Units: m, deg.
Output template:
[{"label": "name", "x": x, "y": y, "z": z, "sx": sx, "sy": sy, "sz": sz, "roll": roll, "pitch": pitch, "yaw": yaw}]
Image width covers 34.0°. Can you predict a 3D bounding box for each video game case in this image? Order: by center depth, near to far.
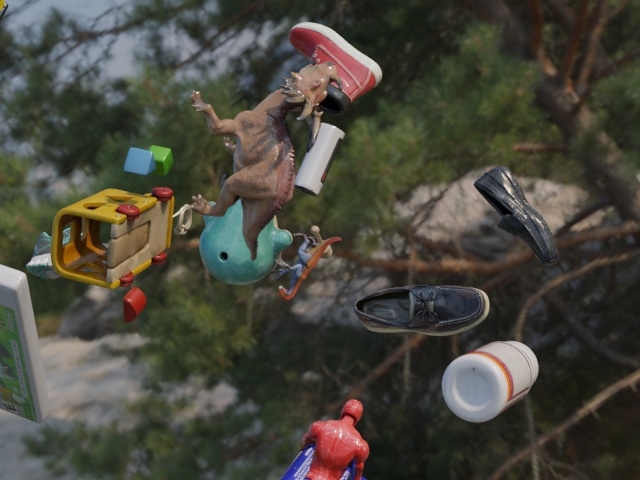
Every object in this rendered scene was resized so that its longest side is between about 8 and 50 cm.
[{"label": "video game case", "x": -0.351, "y": 0.075, "z": 0.975, "sx": 0.212, "sy": 0.193, "sz": 0.023, "roll": 97, "pitch": -165, "yaw": -48}]

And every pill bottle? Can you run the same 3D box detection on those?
[{"label": "pill bottle", "x": 0.314, "y": 0.249, "z": 1.903, "sx": 0.121, "sy": 0.121, "sz": 0.221, "roll": -31, "pitch": -11, "yaw": 27}]

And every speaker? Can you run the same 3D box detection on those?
[{"label": "speaker", "x": -0.004, "y": -0.155, "z": 2.021, "sx": 0.136, "sy": 0.055, "sz": 0.055, "roll": -66, "pitch": 15, "yaw": -9}]

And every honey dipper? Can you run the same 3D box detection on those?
[{"label": "honey dipper", "x": 0.000, "y": 0.000, "z": 2.139, "sx": 0.030, "sy": 0.030, "sz": 0.161, "roll": -36, "pitch": -19, "yaw": -5}]

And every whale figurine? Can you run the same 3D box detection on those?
[{"label": "whale figurine", "x": -0.166, "y": -0.030, "z": 2.226, "sx": 0.141, "sy": 0.216, "sz": 0.272, "roll": -39, "pitch": -31, "yaw": -62}]

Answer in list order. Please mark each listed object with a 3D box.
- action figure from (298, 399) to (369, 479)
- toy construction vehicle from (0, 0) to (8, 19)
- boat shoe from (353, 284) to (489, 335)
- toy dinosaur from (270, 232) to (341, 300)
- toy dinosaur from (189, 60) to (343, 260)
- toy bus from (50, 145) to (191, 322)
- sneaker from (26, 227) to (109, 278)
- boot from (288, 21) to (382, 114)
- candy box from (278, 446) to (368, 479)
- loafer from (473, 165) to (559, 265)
[{"label": "action figure", "x": -0.014, "y": 0.332, "z": 1.307, "sx": 0.139, "sy": 0.091, "sz": 0.280, "roll": 98, "pitch": -162, "yaw": -68}, {"label": "toy construction vehicle", "x": -0.478, "y": -0.308, "z": 1.423, "sx": 0.086, "sy": 0.035, "sz": 0.098, "roll": 58, "pitch": -130, "yaw": -62}, {"label": "boat shoe", "x": 0.203, "y": 0.142, "z": 2.172, "sx": 0.285, "sy": 0.103, "sz": 0.092, "roll": -3, "pitch": -14, "yaw": 24}, {"label": "toy dinosaur", "x": -0.024, "y": 0.033, "z": 1.280, "sx": 0.090, "sy": 0.082, "sz": 0.047, "roll": 0, "pitch": -9, "yaw": 15}, {"label": "toy dinosaur", "x": -0.072, "y": -0.118, "z": 1.500, "sx": 0.200, "sy": 0.296, "sz": 0.127, "roll": 1, "pitch": -2, "yaw": 25}, {"label": "toy bus", "x": -0.255, "y": -0.016, "z": 1.309, "sx": 0.202, "sy": 0.104, "sz": 0.191, "roll": 81, "pitch": -155, "yaw": -59}, {"label": "sneaker", "x": -0.374, "y": 0.010, "z": 1.620, "sx": 0.166, "sy": 0.076, "sz": 0.065, "roll": -4, "pitch": -28, "yaw": 11}, {"label": "boot", "x": -0.009, "y": -0.381, "z": 2.337, "sx": 0.176, "sy": 0.244, "sz": 0.088, "roll": -43, "pitch": -22, "yaw": -29}, {"label": "candy box", "x": 0.056, "y": 0.483, "z": 1.518, "sx": 0.122, "sy": 0.317, "sz": 0.268, "roll": -45, "pitch": -18, "yaw": -46}, {"label": "loafer", "x": 0.377, "y": -0.040, "z": 2.017, "sx": 0.078, "sy": 0.223, "sz": 0.076, "roll": -29, "pitch": -18, "yaw": -7}]
